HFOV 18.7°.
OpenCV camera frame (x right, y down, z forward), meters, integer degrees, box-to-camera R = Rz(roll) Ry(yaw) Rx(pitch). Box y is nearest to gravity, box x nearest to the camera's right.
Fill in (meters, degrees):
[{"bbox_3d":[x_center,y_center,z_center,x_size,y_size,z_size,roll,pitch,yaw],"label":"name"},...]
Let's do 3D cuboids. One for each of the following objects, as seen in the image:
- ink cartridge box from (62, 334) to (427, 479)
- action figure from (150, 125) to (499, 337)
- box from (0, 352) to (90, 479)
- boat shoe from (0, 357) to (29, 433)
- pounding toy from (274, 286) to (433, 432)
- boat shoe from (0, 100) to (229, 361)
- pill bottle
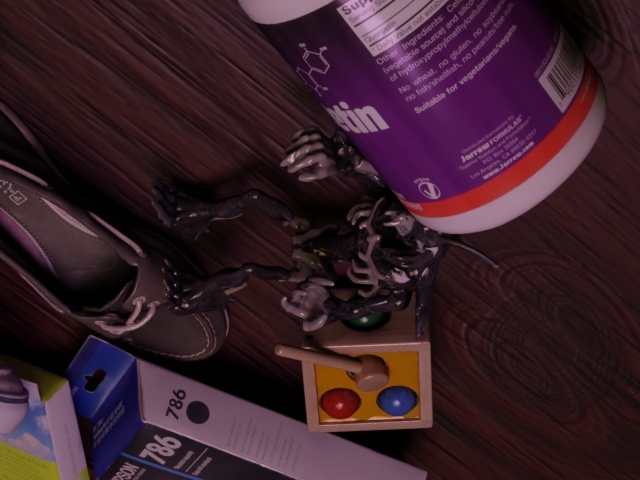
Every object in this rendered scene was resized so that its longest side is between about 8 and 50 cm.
[{"bbox_3d":[-0.086,0.200,1.756,0.332,0.065,0.165,23,148,-9],"label":"ink cartridge box"},{"bbox_3d":[0.000,0.000,1.578,0.275,0.164,0.141,-5,169,17],"label":"action figure"},{"bbox_3d":[-0.272,0.173,1.776,0.109,0.042,0.178,17,132,29],"label":"box"},{"bbox_3d":[-0.389,0.020,1.645,0.367,0.136,0.156,29,93,4],"label":"boat shoe"},{"bbox_3d":[0.030,0.103,1.667,0.130,0.100,0.141,-3,134,2],"label":"pounding toy"},{"bbox_3d":[-0.214,0.013,1.645,0.112,0.095,0.335,-35,115,26],"label":"boat shoe"},{"bbox_3d":[0.060,-0.169,1.434,0.181,0.181,0.323,-29,118,24],"label":"pill bottle"}]
